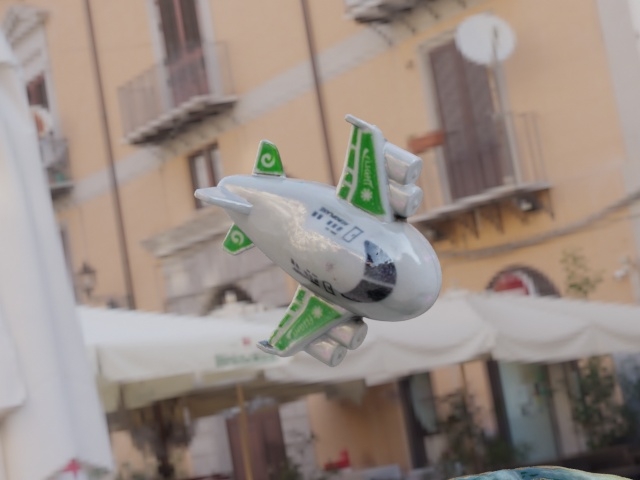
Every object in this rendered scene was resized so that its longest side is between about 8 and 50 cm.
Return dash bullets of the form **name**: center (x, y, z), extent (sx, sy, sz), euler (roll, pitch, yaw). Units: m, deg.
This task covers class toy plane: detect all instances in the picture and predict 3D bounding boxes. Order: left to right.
- **toy plane**: center (0.002, 0.000, 0.926), extent (0.174, 0.174, 0.080), euler (-13, -1, 26)

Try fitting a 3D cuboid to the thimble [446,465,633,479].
- **thimble**: center (0.138, 0.277, 0.838), extent (0.288, 0.254, 0.167), euler (-3, -40, 10)
